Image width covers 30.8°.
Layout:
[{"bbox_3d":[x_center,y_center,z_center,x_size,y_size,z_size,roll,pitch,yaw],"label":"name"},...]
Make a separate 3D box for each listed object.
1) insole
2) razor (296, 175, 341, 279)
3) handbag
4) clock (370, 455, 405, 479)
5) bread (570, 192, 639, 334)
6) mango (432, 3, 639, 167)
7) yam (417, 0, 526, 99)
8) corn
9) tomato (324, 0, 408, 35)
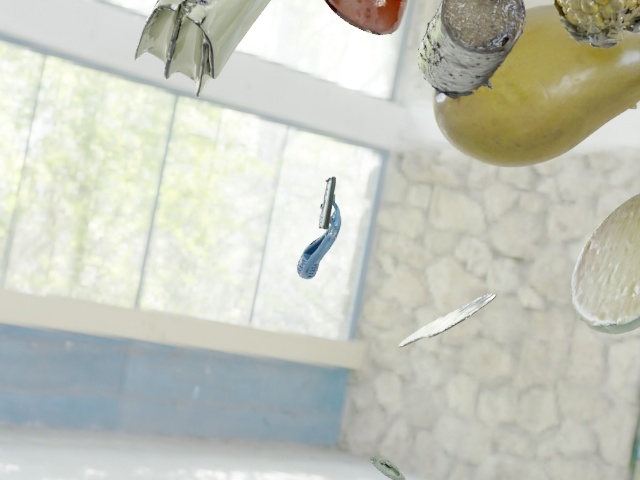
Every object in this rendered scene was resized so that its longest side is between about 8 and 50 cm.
[{"bbox_3d":[0.188,0.122,1.748,0.111,0.007,0.328,-32,-3,-19],"label":"insole"},{"bbox_3d":[0.000,0.000,1.689,0.042,0.081,0.253,12,-26,-6],"label":"razor"},{"bbox_3d":[-0.160,-0.452,2.022,0.160,0.358,0.236,31,-24,0],"label":"handbag"},{"bbox_3d":[0.135,0.453,2.294,0.074,0.010,0.083,23,12,-34],"label":"clock"},{"bbox_3d":[0.487,0.031,1.763,0.040,0.267,0.267,34,-11,-21],"label":"bread"},{"bbox_3d":[0.430,-0.299,2.178,0.445,0.301,0.220,-13,-22,18],"label":"mango"},{"bbox_3d":[0.209,-0.283,1.615,0.131,0.131,0.279,11,-5,0],"label":"yam"},{"bbox_3d":[0.282,-0.359,1.212,0.115,0.317,0.115,-12,11,2],"label":"corn"},{"bbox_3d":[0.099,-0.499,2.207,0.199,0.228,0.112,17,-45,-29],"label":"tomato"}]
